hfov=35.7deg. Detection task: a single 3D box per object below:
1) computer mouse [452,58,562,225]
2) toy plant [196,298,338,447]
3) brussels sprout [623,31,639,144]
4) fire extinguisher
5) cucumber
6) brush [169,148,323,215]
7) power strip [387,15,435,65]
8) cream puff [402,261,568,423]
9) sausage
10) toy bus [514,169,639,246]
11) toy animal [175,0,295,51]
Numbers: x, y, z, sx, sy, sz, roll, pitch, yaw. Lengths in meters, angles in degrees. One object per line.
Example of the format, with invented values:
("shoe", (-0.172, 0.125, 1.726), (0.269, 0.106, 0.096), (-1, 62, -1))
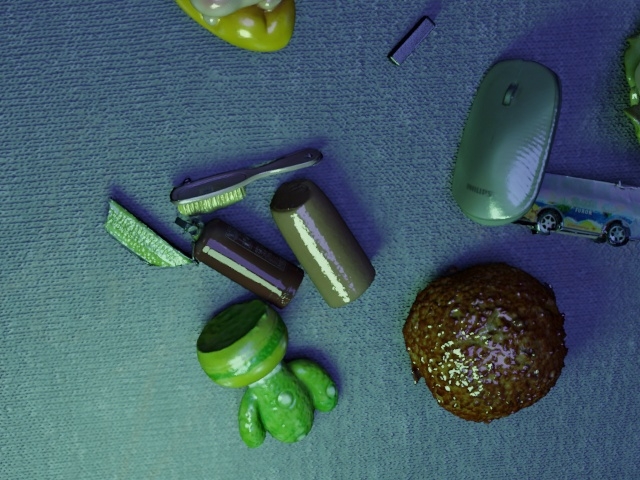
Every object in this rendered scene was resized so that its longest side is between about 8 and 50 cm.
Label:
("computer mouse", (0.357, -0.191, 1.933), (0.095, 0.197, 0.331), (7, 98, -51))
("toy plant", (-0.105, 0.288, 2.010), (0.224, 0.184, 0.316), (-40, 116, -13))
("brussels sprout", (0.799, -0.259, 1.896), (0.361, 0.426, 0.342), (28, 145, -34))
("fire extinguisher", (-0.168, 0.031, 1.961), (0.269, 0.105, 0.105), (31, 98, -12))
("cucumber", (-0.344, 0.003, 1.966), (0.220, 0.046, 0.070), (38, 99, -13))
("brush", (-0.142, -0.112, 1.959), (0.312, 0.072, 0.067), (-18, 128, -6))
("power strip", (0.177, -0.388, 1.935), (0.029, 0.038, 0.111), (41, 97, -15))
("cream puff", (0.342, 0.214, 2.012), (0.350, 0.229, 0.351), (-1, 103, -4))
("sausage", (0.000, 0.000, 1.967), (0.123, 0.123, 0.253), (-34, 106, 2))
("toy bus", (0.523, -0.067, 2.028), (0.316, 0.112, 0.138), (7, 93, -10))
("toy animal", (-0.099, -0.489, 1.731), (0.345, 0.247, 0.278), (-22, 87, -16))
